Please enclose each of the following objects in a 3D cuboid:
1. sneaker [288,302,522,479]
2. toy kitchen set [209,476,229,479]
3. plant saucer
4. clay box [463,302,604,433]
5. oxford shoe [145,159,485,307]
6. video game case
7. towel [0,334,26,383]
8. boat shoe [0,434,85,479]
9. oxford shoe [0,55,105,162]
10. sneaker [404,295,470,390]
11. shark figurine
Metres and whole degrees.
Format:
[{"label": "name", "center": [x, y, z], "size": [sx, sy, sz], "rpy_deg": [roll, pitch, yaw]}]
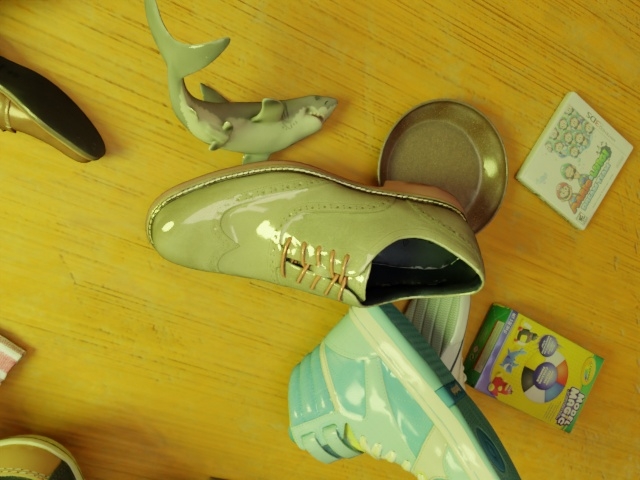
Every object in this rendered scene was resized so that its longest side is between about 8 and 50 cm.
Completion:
[{"label": "sneaker", "center": [0.083, 0.241, 0.667], "size": [0.208, 0.319, 0.127], "rpy_deg": [-42, 151, 12]}, {"label": "toy kitchen set", "center": [-0.108, 0.354, 0.694], "size": [0.075, 0.083, 0.068], "rpy_deg": [19, 89, -18]}, {"label": "plant saucer", "center": [0.164, -0.093, 0.763], "size": [0.199, 0.036, 0.198], "rpy_deg": [-2, 96, -16]}, {"label": "clay box", "center": [0.328, 0.197, 0.831], "size": [0.222, 0.053, 0.127], "rpy_deg": [27, 87, -17]}, {"label": "oxford shoe", "center": [0.000, 0.000, 0.636], "size": [0.397, 0.146, 0.140], "rpy_deg": [-1, 123, -8]}, {"label": "video game case", "center": [0.386, -0.119, 0.838], "size": [0.143, 0.019, 0.157], "rpy_deg": [35, 85, -17]}, {"label": "towel", "center": [-0.446, 0.164, 0.605], "size": [0.144, 0.029, 0.197], "rpy_deg": [37, 81, -17]}, {"label": "boat shoe", "center": [-0.265, 0.449, 0.552], "size": [0.187, 0.156, 0.499], "rpy_deg": [-14, 99, -8]}, {"label": "oxford shoe", "center": [-0.335, -0.146, 0.598], "size": [0.212, 0.076, 0.076], "rpy_deg": [37, 114, -19]}, {"label": "sneaker", "center": [0.159, 0.172, 0.770], "size": [0.091, 0.094, 0.258], "rpy_deg": [16, 91, -42]}, {"label": "shark figurine", "center": [-0.117, -0.158, 0.623], "size": [0.166, 0.278, 0.116], "rpy_deg": [-43, 65, 19]}]
